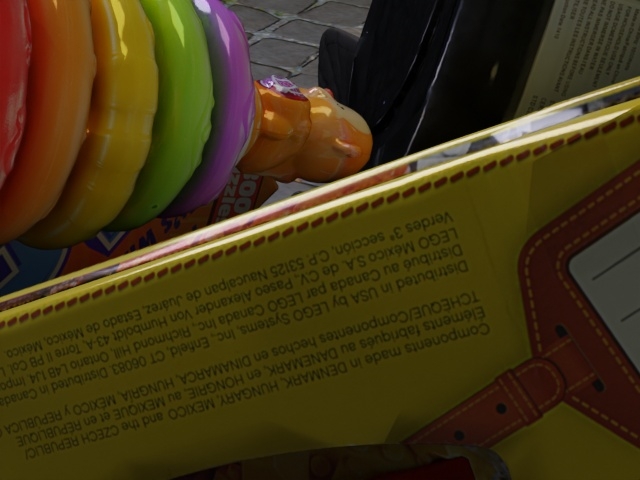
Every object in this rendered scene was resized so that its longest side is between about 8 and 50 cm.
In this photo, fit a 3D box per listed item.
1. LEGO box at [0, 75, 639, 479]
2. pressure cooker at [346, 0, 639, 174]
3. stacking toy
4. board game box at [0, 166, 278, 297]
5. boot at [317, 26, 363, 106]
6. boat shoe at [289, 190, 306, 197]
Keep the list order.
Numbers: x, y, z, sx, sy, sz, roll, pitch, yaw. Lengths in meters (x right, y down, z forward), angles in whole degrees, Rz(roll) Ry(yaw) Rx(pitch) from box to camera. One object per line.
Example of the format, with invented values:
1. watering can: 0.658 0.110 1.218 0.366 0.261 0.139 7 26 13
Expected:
1. LEGO box: 0.051 0.063 0.602 0.500 0.193 0.372 -18 2 27
2. pressure cooker: 0.247 -0.095 0.954 0.420 0.370 0.375 15 56 -8
3. stacking toy: -0.091 -0.060 0.670 0.302 0.166 0.175 4 16 -39
4. board game box: -0.309 -0.096 0.871 0.356 0.356 0.356 26 61 37
5. boot: 0.192 -0.117 1.392 0.284 0.138 0.377 -9 24 -25
6. boat shoe: 0.000 0.000 1.221 0.046 0.038 0.125 -3 27 -15
